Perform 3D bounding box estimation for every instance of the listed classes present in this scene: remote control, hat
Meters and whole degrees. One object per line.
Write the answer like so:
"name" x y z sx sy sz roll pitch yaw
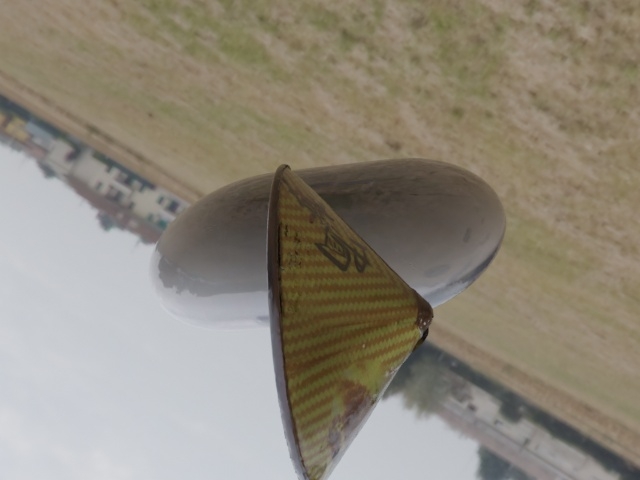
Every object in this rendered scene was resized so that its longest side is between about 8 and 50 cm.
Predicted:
"remote control" 0.000 0.000 0.804 0.332 0.221 0.103 -6 123 21
"hat" 0.025 0.046 0.519 0.082 0.193 0.193 -6 171 7
